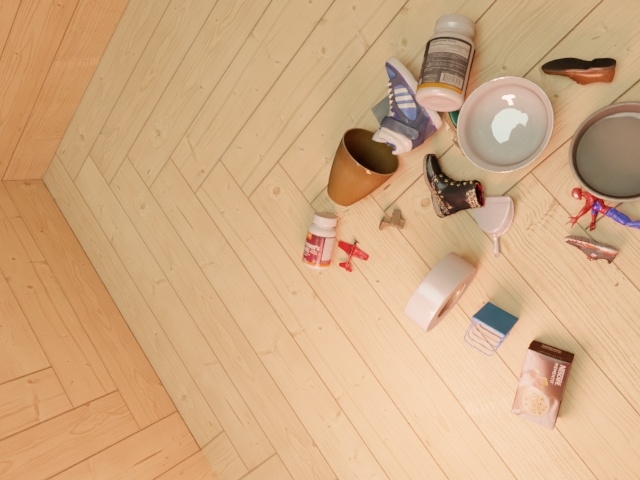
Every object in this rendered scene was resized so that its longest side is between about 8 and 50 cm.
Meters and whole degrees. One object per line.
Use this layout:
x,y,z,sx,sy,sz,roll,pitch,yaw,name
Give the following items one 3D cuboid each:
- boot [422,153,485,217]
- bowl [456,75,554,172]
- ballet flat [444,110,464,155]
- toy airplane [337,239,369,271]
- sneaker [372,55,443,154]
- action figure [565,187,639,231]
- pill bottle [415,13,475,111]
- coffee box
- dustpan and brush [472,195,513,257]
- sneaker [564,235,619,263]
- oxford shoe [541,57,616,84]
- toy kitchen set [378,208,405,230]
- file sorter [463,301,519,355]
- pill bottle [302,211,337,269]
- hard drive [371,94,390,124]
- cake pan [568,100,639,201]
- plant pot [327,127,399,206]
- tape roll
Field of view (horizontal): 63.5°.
0.464,-0.205,1.799,0.179,0.085,0.236,-10,99,46,boot
0.604,-0.368,1.664,0.298,0.134,0.297,6,101,34,bowl
0.471,-0.381,1.794,0.067,0.073,0.206,-37,73,47,ballet flat
0.121,0.064,2.125,0.151,0.028,0.151,6,102,32,toy airplane
0.258,-0.467,1.852,0.236,0.130,0.322,-35,83,12,sneaker
0.866,-0.049,1.565,0.280,0.091,0.139,42,109,21,action figure
0.418,-0.582,1.705,0.162,0.162,0.278,10,84,32,pill bottle
0.745,0.481,1.733,0.141,0.098,0.246,17,108,30,coffee box
0.596,-0.045,1.778,0.147,0.060,0.211,3,92,47,dustpan and brush
0.840,0.032,1.620,0.158,0.061,0.064,23,116,30,sneaker
0.776,-0.507,1.569,0.212,0.076,0.076,21,150,40,oxford shoe
0.278,-0.076,2.001,0.083,0.075,0.068,15,67,-2,toy kitchen set
0.582,0.304,1.773,0.118,0.170,0.104,31,118,26,file sorter
0.000,0.000,2.140,0.121,0.121,0.221,21,109,30,pill bottle
0.261,-0.467,1.946,0.094,0.022,0.135,-34,79,33,hard drive
0.888,-0.255,1.511,0.293,0.054,0.293,-1,87,28,cake pan
0.134,-0.254,1.967,0.237,0.237,0.254,52,137,16,plant pot
0.416,0.180,1.793,0.100,0.286,0.286,39,117,22,tape roll
